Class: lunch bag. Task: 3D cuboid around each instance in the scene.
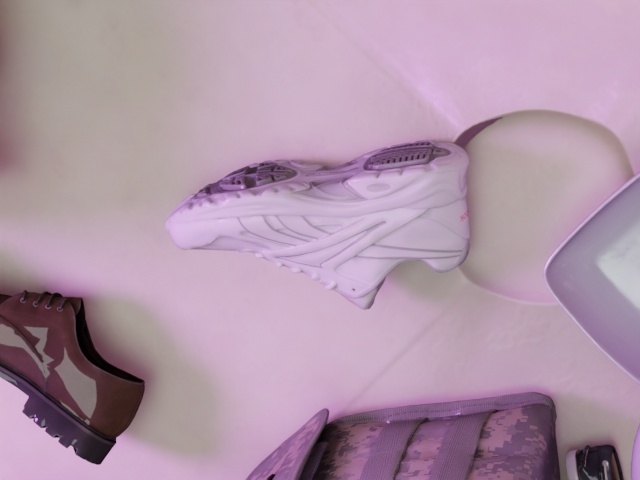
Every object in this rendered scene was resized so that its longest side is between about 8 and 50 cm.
[{"bbox_3d":[0.028,0.232,1.270,0.287,0.235,0.169,-7,110,17],"label":"lunch bag"}]

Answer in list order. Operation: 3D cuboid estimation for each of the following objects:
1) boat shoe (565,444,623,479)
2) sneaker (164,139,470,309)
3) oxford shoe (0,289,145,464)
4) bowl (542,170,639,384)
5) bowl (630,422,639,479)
[{"bbox_3d":[0.218,0.210,1.315,0.038,0.046,0.125,-16,94,24],"label":"boat shoe"},{"bbox_3d":[0.000,0.000,1.288,0.232,0.090,0.115,-6,109,18],"label":"sneaker"},{"bbox_3d":[-0.231,0.067,1.388,0.227,0.083,0.096,38,93,2],"label":"oxford shoe"},{"bbox_3d":[0.246,0.021,1.242,0.142,0.053,0.142,46,113,-1],"label":"bowl"},{"bbox_3d":[0.322,0.115,1.174,0.298,0.134,0.298,-14,139,-12],"label":"bowl"}]
